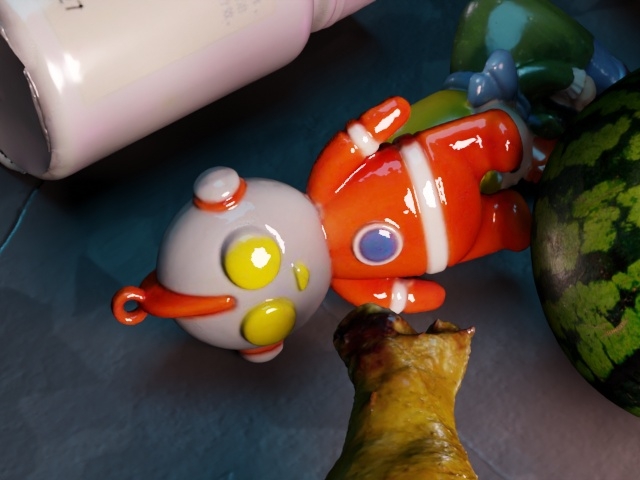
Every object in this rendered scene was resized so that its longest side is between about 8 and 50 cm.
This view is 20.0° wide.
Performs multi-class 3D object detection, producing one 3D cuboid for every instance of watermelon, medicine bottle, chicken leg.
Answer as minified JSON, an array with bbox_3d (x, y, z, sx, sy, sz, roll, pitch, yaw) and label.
[{"bbox_3d":[0.294,0.002,1.318,0.285,0.285,0.285,-1,46,1],"label":"watermelon"},{"bbox_3d":[-0.134,-0.219,1.600,0.379,0.213,0.213,-29,51,-24],"label":"medicine bottle"},{"bbox_3d":[0.075,0.178,1.164,0.212,0.140,0.361,2,49,17],"label":"chicken leg"}]

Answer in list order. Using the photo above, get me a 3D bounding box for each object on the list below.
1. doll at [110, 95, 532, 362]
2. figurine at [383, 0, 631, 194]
[{"bbox_3d":[0.000,0.000,1.396,0.336,0.199,0.105,-17,34,-8],"label":"doll"},{"bbox_3d":[0.155,-0.084,1.533,0.185,0.127,0.234,34,62,-20],"label":"figurine"}]
